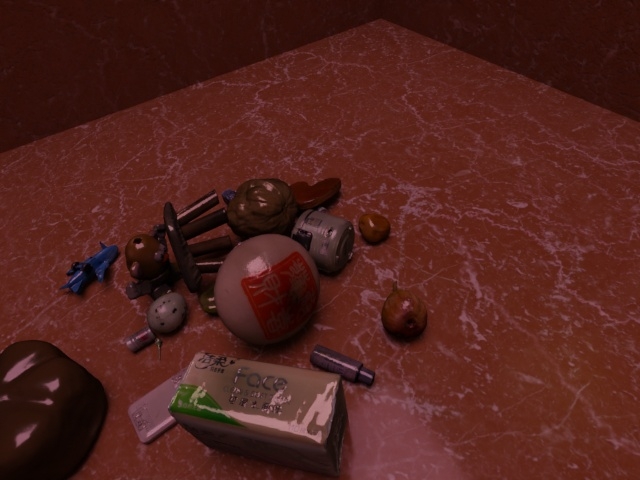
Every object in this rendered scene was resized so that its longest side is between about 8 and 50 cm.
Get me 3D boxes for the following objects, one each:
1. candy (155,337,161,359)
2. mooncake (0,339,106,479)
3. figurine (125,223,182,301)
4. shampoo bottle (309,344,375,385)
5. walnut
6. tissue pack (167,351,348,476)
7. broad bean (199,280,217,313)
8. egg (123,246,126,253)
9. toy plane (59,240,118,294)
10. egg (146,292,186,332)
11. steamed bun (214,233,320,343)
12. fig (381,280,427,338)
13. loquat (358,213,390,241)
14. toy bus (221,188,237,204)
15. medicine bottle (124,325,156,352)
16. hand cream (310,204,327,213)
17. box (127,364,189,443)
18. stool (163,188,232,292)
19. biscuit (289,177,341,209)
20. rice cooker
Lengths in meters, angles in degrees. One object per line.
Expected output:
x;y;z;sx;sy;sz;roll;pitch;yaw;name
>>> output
-0.576;0.386;1.477;0.025;0.023;0.083;-44;47;27;candy
-0.915;0.525;1.233;0.466;0.262;0.467;-5;44;5;mooncake
-0.643;0.095;1.581;0.166;0.285;0.343;-19;45;-6;figurine
0.071;0.402;1.330;0.213;0.072;0.072;17;52;23;shampoo bottle
-0.243;-0.129;1.746;0.276;0.253;0.282;-10;52;34;walnut
-0.140;0.467;1.117;0.404;0.332;0.205;7;50;14;tissue pack
-0.382;0.205;1.575;0.124;0.082;0.174;22;55;29;broad bean
-0.806;0.046;1.798;0.083;0.071;0.071;-32;50;-25;egg
-0.963;0.111;1.745;0.254;0.105;0.271;4;50;32;toy plane
-0.561;0.261;1.521;0.131;0.131;0.164;2;34;11;egg
-0.155;0.170;1.369;0.374;0.375;0.241;-37;32;-24;steamed bun
0.279;0.219;1.442;0.159;0.159;0.257;-6;29;3;fig
0.224;-0.057;1.714;0.137;0.113;0.137;8;30;-4;loquat
-0.381;-0.174;1.939;0.190;0.075;0.064;31;60;31;toy bus
-0.646;0.354;1.490;0.091;0.058;0.058;-31;50;-20;medicine bottle
-0.031;-0.160;1.900;0.076;0.047;0.174;-29;40;-17;hand cream
-0.463;0.505;1.332;0.285;0.044;0.142;-32;53;-21;box
-0.457;-0.003;1.605;0.226;0.311;0.310;-17;30;-14;stool
-0.057;-0.223;1.930;0.277;0.052;0.262;13;41;40;biscuit
0.000;0.000;1.623;0.244;0.226;0.226;21;53;22;rice cooker
